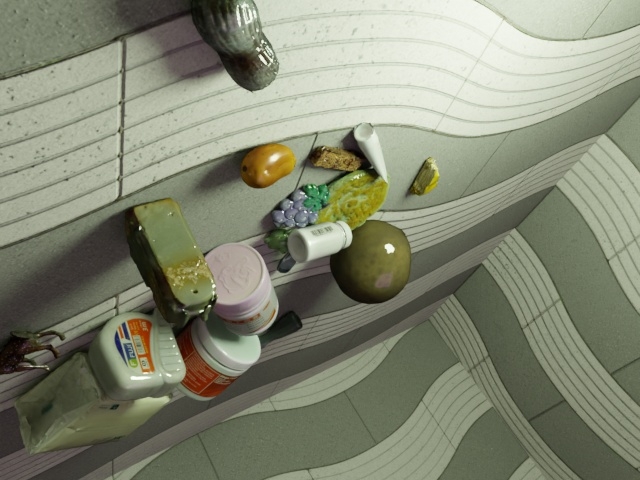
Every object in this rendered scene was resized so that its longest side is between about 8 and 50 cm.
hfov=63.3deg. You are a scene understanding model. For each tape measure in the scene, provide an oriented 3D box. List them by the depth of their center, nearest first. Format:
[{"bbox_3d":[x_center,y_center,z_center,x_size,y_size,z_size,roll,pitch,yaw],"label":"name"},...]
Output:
[{"bbox_3d":[-0.529,0.330,1.512,0.265,0.258,0.130,6,136,-46],"label":"tape measure"}]

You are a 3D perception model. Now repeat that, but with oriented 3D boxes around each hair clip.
[{"bbox_3d":[-0.055,-0.100,1.534,0.196,0.052,0.124,-34,131,10],"label":"hair clip"}]

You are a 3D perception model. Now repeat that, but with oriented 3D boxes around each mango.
[{"bbox_3d":[-0.127,-0.187,1.252,0.159,0.084,0.105,-38,150,-47],"label":"mango"}]

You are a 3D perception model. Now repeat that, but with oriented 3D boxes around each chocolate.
[{"bbox_3d":[-0.142,-0.347,0.893,0.110,0.110,0.248,-35,154,3],"label":"chocolate"}]

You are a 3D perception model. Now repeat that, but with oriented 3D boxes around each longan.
[{"bbox_3d":[0.183,0.076,1.880,0.319,0.318,0.318,-28,156,-14],"label":"longan"}]

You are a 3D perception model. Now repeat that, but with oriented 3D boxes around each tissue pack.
[{"bbox_3d":[-0.709,0.512,1.665,0.297,0.207,0.380,-38,156,7],"label":"tissue pack"}]

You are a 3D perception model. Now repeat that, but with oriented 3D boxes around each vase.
[{"bbox_3d":[-0.188,0.403,2.293,0.214,0.086,0.086,-33,157,9],"label":"vase"}]

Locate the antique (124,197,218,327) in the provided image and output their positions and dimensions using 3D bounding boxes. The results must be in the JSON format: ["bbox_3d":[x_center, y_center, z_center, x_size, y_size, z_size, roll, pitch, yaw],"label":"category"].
[{"bbox_3d":[-0.338,0.058,1.187,0.125,0.284,0.150,-19,154,-30],"label":"antique"}]

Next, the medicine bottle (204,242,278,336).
[{"bbox_3d":[-0.246,0.160,1.602,0.202,0.202,0.315,-29,155,-11],"label":"medicine bottle"}]

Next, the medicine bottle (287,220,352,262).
[{"bbox_3d":[0.000,0.000,1.579,0.187,0.102,0.102,-17,151,-40],"label":"medicine bottle"}]

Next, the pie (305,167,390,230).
[{"bbox_3d":[0.089,-0.124,1.663,0.323,0.070,0.323,-27,151,-16],"label":"pie"}]

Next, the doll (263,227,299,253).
[{"bbox_3d":[-0.112,0.005,1.650,0.115,0.077,0.150,-27,169,9],"label":"doll"}]

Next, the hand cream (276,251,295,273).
[{"bbox_3d":[-0.104,0.065,1.704,0.079,0.048,0.255,-48,178,-18],"label":"hand cream"}]

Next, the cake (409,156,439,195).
[{"bbox_3d":[0.402,-0.224,1.863,0.116,0.079,0.184,-16,146,-31],"label":"cake"}]

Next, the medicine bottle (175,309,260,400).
[{"bbox_3d":[-0.376,0.389,1.802,0.241,0.252,0.253,-43,155,20],"label":"medicine bottle"}]

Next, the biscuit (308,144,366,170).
[{"bbox_3d":[0.049,-0.228,1.451,0.199,0.034,0.064,0,139,-51],"label":"biscuit"}]

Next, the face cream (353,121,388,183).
[{"bbox_3d":[0.154,-0.251,1.492,0.058,0.092,0.244,-18,156,14],"label":"face cream"}]

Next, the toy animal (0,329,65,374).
[{"bbox_3d":[-0.818,0.308,1.329,0.243,0.087,0.260,-53,151,9],"label":"toy animal"}]
